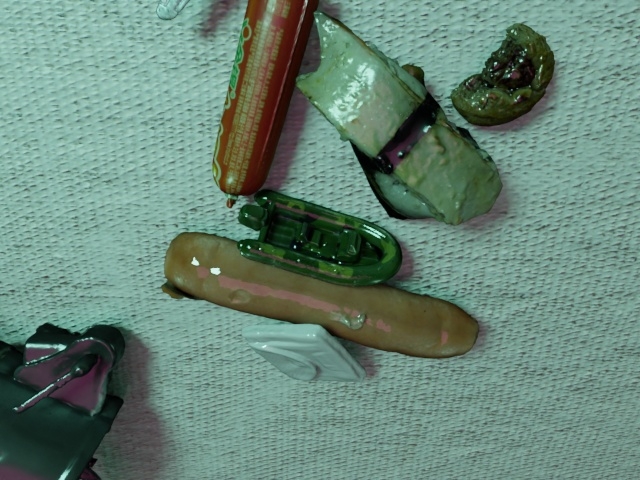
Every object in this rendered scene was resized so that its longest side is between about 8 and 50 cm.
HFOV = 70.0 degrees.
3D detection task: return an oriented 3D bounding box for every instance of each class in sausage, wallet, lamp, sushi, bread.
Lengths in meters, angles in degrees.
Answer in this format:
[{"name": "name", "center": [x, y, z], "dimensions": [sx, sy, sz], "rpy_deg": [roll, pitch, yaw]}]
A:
[{"name": "sausage", "center": [-0.069, -0.153, 0.509], "dimensions": [0.083, 0.083, 0.264], "rpy_deg": [17, 114, -6]}, {"name": "wallet", "center": [-0.019, 0.158, 0.619], "dimensions": [0.124, 0.032, 0.183], "rpy_deg": [-6, 143, 23]}, {"name": "lamp", "center": [-0.437, 0.283, 0.643], "dimensions": [0.272, 0.205, 0.374], "rpy_deg": [13, 97, -9]}, {"name": "sushi", "center": [0.084, -0.114, 0.476], "dimensions": [0.134, 0.109, 0.273], "rpy_deg": [-32, 123, 14]}, {"name": "bread", "center": [0.206, -0.172, 0.501], "dimensions": [0.082, 0.060, 0.113], "rpy_deg": [35, 109, -10]}, {"name": "sausage", "center": [0.005, 0.078, 0.601], "dimensions": [0.418, 0.094, 0.094], "rpy_deg": [16, 132, -6]}]

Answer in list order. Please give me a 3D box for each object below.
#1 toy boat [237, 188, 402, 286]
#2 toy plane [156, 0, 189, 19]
[{"name": "toy boat", "center": [0.000, 0.000, 0.568], "dimensions": [0.210, 0.104, 0.052], "rpy_deg": [17, 146, -3]}, {"name": "toy plane", "center": [-0.066, -0.338, 0.428], "dimensions": [0.267, 0.088, 0.212], "rpy_deg": [-10, 115, -3]}]
